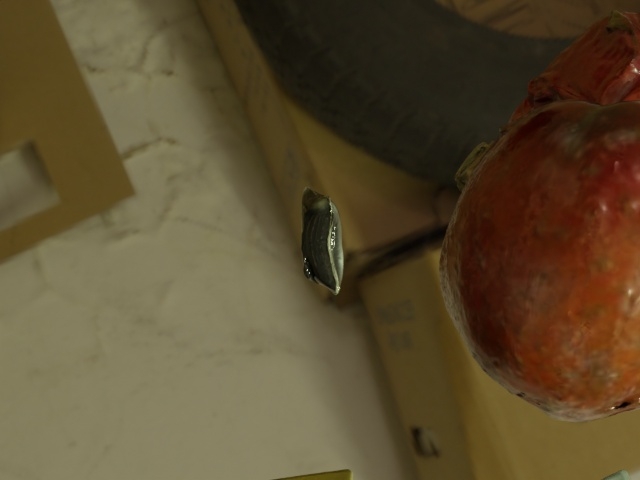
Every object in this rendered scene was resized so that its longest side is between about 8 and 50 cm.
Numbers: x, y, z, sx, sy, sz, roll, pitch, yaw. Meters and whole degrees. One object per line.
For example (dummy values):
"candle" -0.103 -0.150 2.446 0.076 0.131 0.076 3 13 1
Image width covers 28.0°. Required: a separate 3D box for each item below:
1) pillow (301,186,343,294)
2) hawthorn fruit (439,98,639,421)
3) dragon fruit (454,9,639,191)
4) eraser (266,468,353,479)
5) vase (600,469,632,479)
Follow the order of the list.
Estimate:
"pillow" 0.002 0.000 1.695 0.055 0.136 0.091 -1 -165 5
"hawthorn fruit" 0.146 0.006 0.672 0.172 0.173 0.173 -23 166 -6
"dragon fruit" 0.221 -0.003 1.048 0.205 0.317 0.152 -17 -161 16
"eraser" -0.037 0.348 1.528 0.158 0.069 0.226 -11 -171 6
"vase" 0.294 0.319 1.131 0.096 0.219 0.096 -28 156 -13
